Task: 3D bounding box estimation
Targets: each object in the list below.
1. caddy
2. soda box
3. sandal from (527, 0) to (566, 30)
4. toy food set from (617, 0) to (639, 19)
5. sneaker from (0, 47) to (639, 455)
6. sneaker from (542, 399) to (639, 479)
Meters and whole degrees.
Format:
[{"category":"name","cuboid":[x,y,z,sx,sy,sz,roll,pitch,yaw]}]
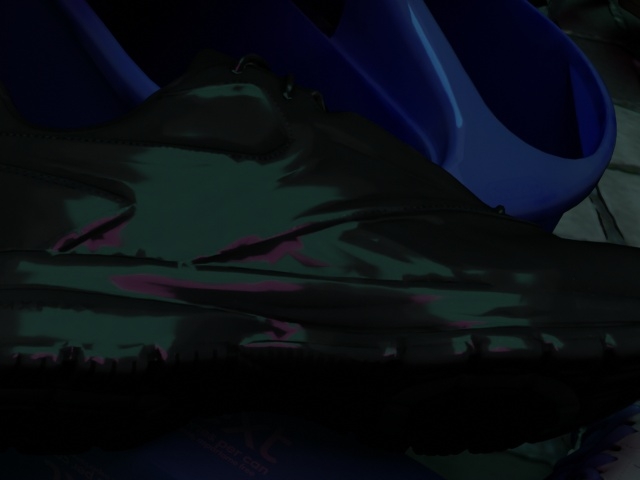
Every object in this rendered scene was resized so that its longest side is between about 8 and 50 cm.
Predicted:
[{"category":"caddy","cuboid":[-0.020,-0.089,0.652,0.241,0.179,0.341,-12,46,-35]},{"category":"soda box","cuboid":[-0.051,0.083,0.505,0.210,0.067,0.071,30,37,14]},{"category":"sandal","cuboid":[0.118,-0.168,0.924,0.097,0.054,0.254,9,37,-15]},{"category":"toy food set","cuboid":[0.258,-0.149,0.942,0.192,0.038,0.132,39,16,23]},{"category":"sneaker","cuboid":[0.000,0.000,0.452,0.286,0.109,0.130,5,64,-16]},{"category":"sneaker","cuboid":[0.121,0.104,0.505,0.131,0.112,0.296,24,33,-15]}]
